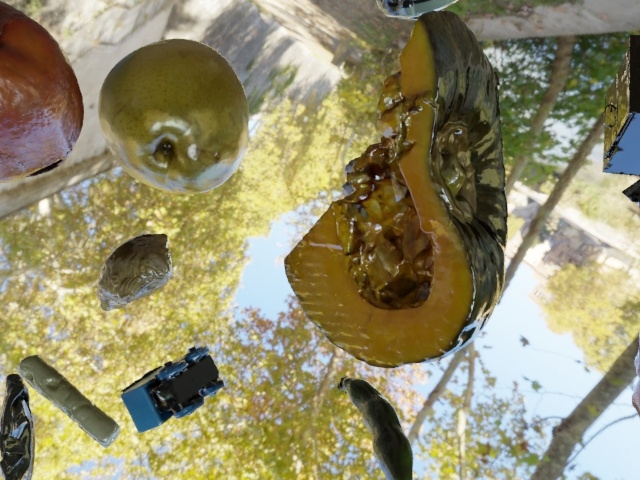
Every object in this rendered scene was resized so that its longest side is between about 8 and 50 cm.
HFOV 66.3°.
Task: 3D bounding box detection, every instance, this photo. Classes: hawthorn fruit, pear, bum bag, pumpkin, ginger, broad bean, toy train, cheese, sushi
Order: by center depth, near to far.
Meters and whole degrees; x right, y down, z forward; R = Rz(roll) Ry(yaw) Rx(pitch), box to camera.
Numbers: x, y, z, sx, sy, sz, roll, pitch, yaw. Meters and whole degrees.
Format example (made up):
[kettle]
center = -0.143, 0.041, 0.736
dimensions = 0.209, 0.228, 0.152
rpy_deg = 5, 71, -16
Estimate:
[pumpkin]
center = 0.062, -0.034, 0.447
dimensions = 0.190, 0.281, 0.139
rpy_deg = -1, -165, 37
[ginger]
center = -0.224, 0.036, 0.585
dimensions = 0.067, 0.096, 0.165
rpy_deg = 39, 150, -21
[hawthorn fruit]
center = -0.403, -0.197, 0.596
dimensions = 0.211, 0.299, 0.211
rpy_deg = 10, -114, -24
[sushi]
center = 0.493, -0.047, 0.697
dimensions = 0.084, 0.056, 0.083
rpy_deg = 18, -141, -40
[broad bean]
center = 0.091, 0.285, 0.765
dimensions = 0.046, 0.065, 0.254
rpy_deg = 60, 175, -27
[cheese]
center = -0.398, 0.253, 0.776
dimensions = 0.194, 0.065, 0.043
rpy_deg = 41, -121, 2
[pear]
center = -0.281, -0.241, 0.975
dimensions = 0.314, 0.314, 0.314
rpy_deg = 29, -163, -10
[bum bag]
center = -0.736, 0.486, 1.179
dimensions = 0.079, 0.327, 0.142
rpy_deg = -3, 173, -22
[toy train]
center = -0.489, 0.490, 1.632
dimensions = 0.188, 0.265, 0.300
rpy_deg = 65, -160, 0

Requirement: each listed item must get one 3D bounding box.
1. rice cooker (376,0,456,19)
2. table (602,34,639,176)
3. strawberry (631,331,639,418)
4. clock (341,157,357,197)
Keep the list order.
[rice cooker]
center = 0.194, -0.564, 0.953
dimensions = 0.226, 0.226, 0.244
rpy_deg = 47, 168, 42
[table]
center = 0.617, -0.236, 0.889
dimensions = 0.172, 0.169, 0.193
rpy_deg = 8, 159, 17
[strawberry]
center = 0.340, 0.170, 0.257
dimensions = 0.295, 0.345, 0.317
rpy_deg = 24, 160, -34
[clock]
center = 0.173, -0.079, 0.884
dimensions = 0.188, 0.189, 0.254
rpy_deg = 22, -172, -29
